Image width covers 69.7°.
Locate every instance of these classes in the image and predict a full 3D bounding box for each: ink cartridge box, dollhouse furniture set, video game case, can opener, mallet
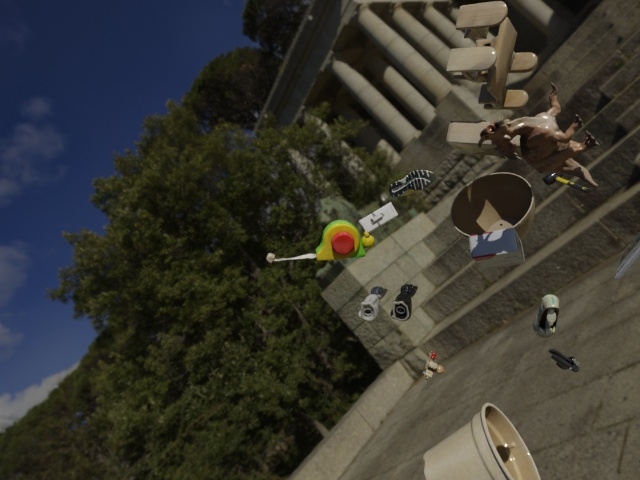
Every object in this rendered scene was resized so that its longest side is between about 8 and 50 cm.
[{"bbox_3d":[0.213,-0.079,1.704,0.135,0.056,0.099,-31,-4,3],"label":"ink cartridge box"},{"bbox_3d":[0.525,0.027,1.360,0.127,0.072,0.175,-12,-19,26],"label":"ink cartridge box"},{"bbox_3d":[0.578,-0.472,1.424,0.362,0.256,0.394,9,-86,-52],"label":"dollhouse furniture set"},{"bbox_3d":[1.150,0.034,1.678,0.173,0.022,0.190,-42,-27,-39],"label":"video game case"},{"bbox_3d":[0.949,0.472,1.791,0.186,0.059,0.073,31,-63,-33],"label":"can opener"},{"bbox_3d":[0.816,-0.188,1.533,0.062,0.039,0.190,-32,26,10],"label":"mallet"}]

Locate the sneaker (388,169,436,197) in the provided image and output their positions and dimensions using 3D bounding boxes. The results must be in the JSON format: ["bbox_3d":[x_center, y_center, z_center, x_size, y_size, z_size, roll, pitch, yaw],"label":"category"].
[{"bbox_3d":[0.382,-0.234,1.865,0.208,0.081,0.094,-15,-5,43],"label":"sneaker"}]

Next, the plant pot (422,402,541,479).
[{"bbox_3d":[0.548,0.799,1.627,0.305,0.334,0.334,-38,-9,24],"label":"plant pot"}]

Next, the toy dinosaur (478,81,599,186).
[{"bbox_3d":[0.518,-0.222,1.087,0.200,0.295,0.127,-36,22,30],"label":"toy dinosaur"}]

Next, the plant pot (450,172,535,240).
[{"bbox_3d":[0.639,-0.075,1.656,0.284,0.284,0.191,-42,-51,3],"label":"plant pot"}]

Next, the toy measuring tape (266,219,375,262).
[{"bbox_3d":[0.000,0.000,1.383,0.330,0.121,0.121,-4,-16,-3],"label":"toy measuring tape"}]

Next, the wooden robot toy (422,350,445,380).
[{"bbox_3d":[0.460,0.500,1.822,0.076,0.079,0.173,-68,-12,20],"label":"wooden robot toy"}]

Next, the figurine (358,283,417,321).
[{"bbox_3d":[0.275,0.238,1.849,0.214,0.092,0.209,-6,19,25],"label":"figurine"}]

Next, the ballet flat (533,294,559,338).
[{"bbox_3d":[0.596,0.215,1.211,0.052,0.057,0.168,-75,-24,-50],"label":"ballet flat"}]
